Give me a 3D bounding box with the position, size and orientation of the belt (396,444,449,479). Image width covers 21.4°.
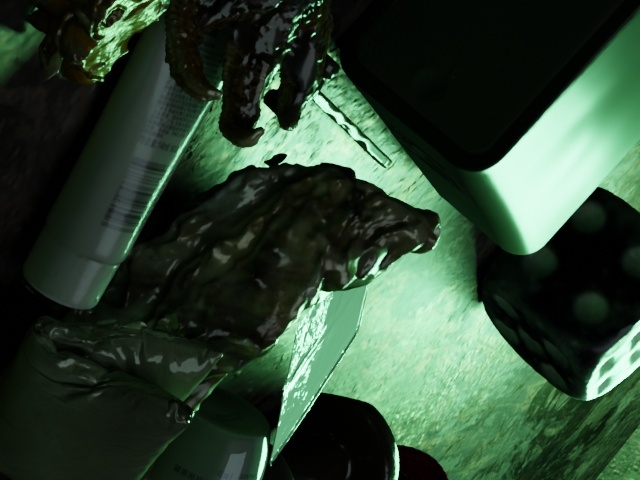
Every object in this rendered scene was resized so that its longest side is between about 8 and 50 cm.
[{"bbox_3d":[0.060,0.343,2.016,0.201,0.128,0.124,-31,152,-40],"label":"belt"}]

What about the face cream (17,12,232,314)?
[{"bbox_3d":[-0.119,-0.065,1.101,0.092,0.058,0.244,12,114,-51],"label":"face cream"}]

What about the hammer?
[{"bbox_3d":[0.019,-0.091,1.344,0.058,0.029,0.292,-45,163,4],"label":"hammer"}]

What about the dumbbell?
[{"bbox_3d":[-0.032,0.229,1.637,0.225,0.140,0.124,-12,109,-55],"label":"dumbbell"}]

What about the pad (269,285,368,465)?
[{"bbox_3d":[0.008,0.083,1.515,0.232,0.004,0.156,-53,159,-53],"label":"pad"}]

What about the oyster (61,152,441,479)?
[{"bbox_3d":[-0.066,0.057,1.307,0.351,0.115,0.238,-30,156,-4],"label":"oyster"}]

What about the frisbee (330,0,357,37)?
[{"bbox_3d":[-0.033,-0.151,1.170,0.187,0.012,0.211,-21,144,-48],"label":"frisbee"}]

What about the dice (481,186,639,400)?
[{"bbox_3d":[0.303,0.060,1.939,0.182,0.183,0.181,-42,159,-11],"label":"dice"}]

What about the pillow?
[{"bbox_3d":[-0.167,0.121,1.191,0.181,0.134,0.078,129,-26,-46],"label":"pillow"}]

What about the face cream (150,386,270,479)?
[{"bbox_3d":[-0.104,0.189,1.463,0.117,0.117,0.104,-1,121,-62],"label":"face cream"}]

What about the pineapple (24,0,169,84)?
[{"bbox_3d":[-0.118,-0.151,0.956,0.116,0.069,0.137,-32,163,-48],"label":"pineapple"}]

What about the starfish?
[{"bbox_3d":[-0.012,-0.177,1.065,0.216,0.071,0.238,-28,141,-43],"label":"starfish"}]

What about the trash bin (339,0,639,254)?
[{"bbox_3d":[0.172,-0.126,1.408,0.223,0.158,0.343,-48,159,-3],"label":"trash bin"}]
